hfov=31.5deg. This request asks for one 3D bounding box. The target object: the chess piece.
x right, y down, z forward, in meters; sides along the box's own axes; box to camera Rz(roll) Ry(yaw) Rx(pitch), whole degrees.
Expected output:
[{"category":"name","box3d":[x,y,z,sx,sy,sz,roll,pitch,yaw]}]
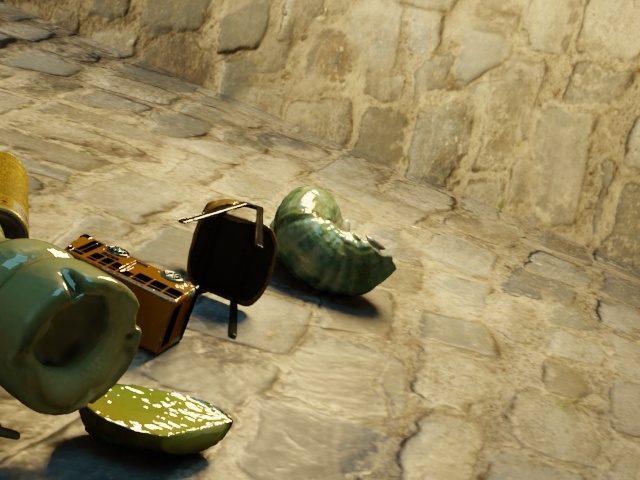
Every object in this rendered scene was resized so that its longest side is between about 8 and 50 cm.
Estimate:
[{"category":"chess piece","box3d":[-0.418,0.036,1.351,0.442,0.234,0.234,26,17,31]}]

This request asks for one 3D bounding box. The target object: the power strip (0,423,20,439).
[{"category":"power strip","box3d":[-0.449,0.173,1.224,0.253,0.054,0.167,21,17,6]}]

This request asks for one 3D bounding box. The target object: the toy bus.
[{"category":"toy bus","box3d":[-0.291,0.077,1.640,0.201,0.098,0.114,24,17,9]}]

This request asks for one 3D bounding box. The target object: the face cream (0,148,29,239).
[{"category":"face cream","box3d":[-0.520,-0.067,1.816,0.105,0.105,0.349,14,18,-20]}]

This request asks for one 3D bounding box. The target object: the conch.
[{"category":"conch","box3d":[0.000,0.000,2.126,0.277,0.195,0.220,4,-12,44]}]

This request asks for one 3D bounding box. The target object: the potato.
[{"category":"potato","box3d":[-0.202,0.222,1.361,0.198,0.054,0.119,8,19,-43]}]

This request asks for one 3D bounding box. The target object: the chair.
[{"category":"chair","box3d":[-0.160,0.024,1.856,0.172,0.159,0.247,20,17,8]}]
